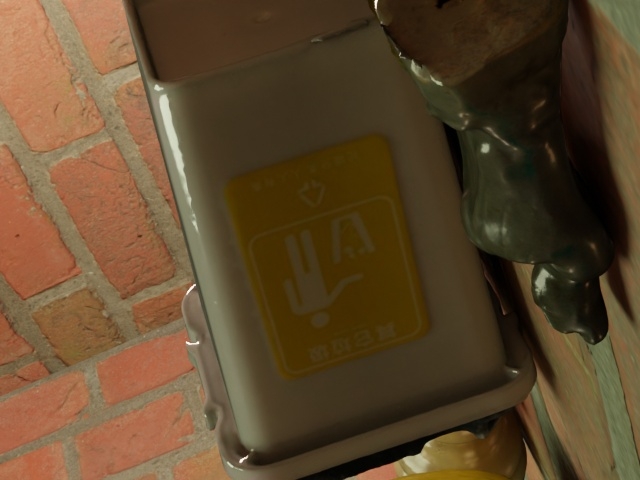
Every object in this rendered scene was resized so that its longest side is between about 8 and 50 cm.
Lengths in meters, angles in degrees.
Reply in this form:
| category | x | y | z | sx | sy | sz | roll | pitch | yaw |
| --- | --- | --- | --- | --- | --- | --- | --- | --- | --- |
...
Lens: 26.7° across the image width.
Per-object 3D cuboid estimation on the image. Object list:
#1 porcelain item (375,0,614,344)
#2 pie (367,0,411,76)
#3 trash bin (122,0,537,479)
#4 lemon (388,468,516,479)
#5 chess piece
| category | x | y | z | sx | sy | sz | roll | pitch | yaw |
| --- | --- | --- | --- | --- | --- | --- | --- | --- | --- |
| porcelain item | 0.089 | -0.030 | 0.580 | 0.081 | 0.069 | 0.215 | 59 | 180 | 44 |
| pie | 0.036 | -0.164 | 0.720 | 0.187 | 0.041 | 0.186 | 158 | 90 | -89 |
| trash bin | -0.010 | -0.034 | 1.013 | 0.296 | 0.256 | 0.367 | -111 | 5 | -55 |
| lemon | 0.102 | 0.357 | 1.141 | 0.348 | 0.348 | 0.348 | 157 | 90 | -89 |
| chess piece | 0.132 | 0.156 | 1.318 | 0.260 | 0.143 | 0.142 | 79 | 169 | -53 |
